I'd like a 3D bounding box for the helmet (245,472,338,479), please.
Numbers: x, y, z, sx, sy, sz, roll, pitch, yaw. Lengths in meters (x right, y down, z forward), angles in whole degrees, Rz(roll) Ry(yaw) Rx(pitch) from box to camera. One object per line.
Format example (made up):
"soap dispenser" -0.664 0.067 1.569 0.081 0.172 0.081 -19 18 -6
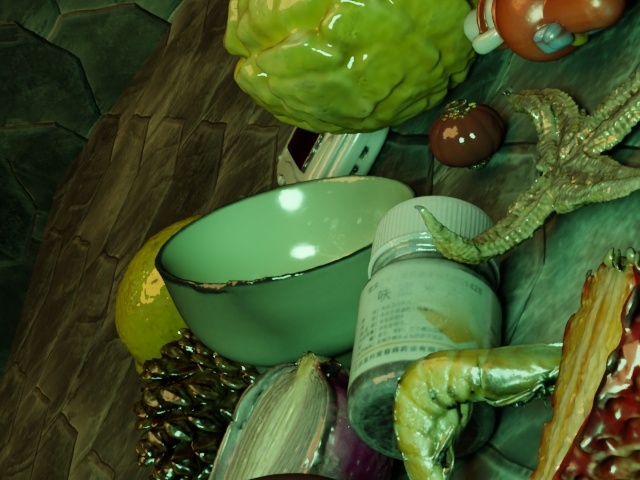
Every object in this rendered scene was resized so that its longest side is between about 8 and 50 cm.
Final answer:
"helmet" -0.022 0.386 1.609 0.230 0.337 0.385 -36 -23 -54

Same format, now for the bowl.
"bowl" -0.024 0.063 2.033 0.354 0.354 0.185 -131 26 -69

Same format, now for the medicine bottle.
"medicine bottle" 0.121 0.096 1.750 0.165 0.165 0.273 -44 28 44

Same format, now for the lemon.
"lemon" -0.181 0.092 2.411 0.310 0.253 0.253 -59 20 5

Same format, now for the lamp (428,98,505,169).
"lamp" 0.186 -0.135 1.996 0.101 0.090 0.101 -24 20 9

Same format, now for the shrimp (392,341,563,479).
"shrimp" 0.200 0.197 1.558 0.262 0.198 0.051 -11 2 22

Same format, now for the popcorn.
"popcorn" 0.061 -0.311 2.157 0.390 0.344 0.354 -25 37 47

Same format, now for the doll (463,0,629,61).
"doll" 0.280 -0.288 1.889 0.161 0.130 0.290 -51 21 -19

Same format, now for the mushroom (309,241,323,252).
"mushroom" 0.000 0.000 2.257 0.154 0.122 0.154 45 143 47

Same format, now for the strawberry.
"strawberry" 0.280 0.142 1.333 0.253 0.150 0.280 110 178 -71

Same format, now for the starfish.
"starfish" 0.259 -0.109 1.708 0.398 0.132 0.384 -47 6 -37

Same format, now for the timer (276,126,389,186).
"timer" 0.017 -0.154 2.451 0.237 0.087 0.262 -60 19 12

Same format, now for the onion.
"onion" -0.031 0.312 1.829 0.348 0.159 0.267 -63 20 -5

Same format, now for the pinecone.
"pinecone" -0.153 0.236 2.197 0.272 0.224 0.224 -64 19 10
